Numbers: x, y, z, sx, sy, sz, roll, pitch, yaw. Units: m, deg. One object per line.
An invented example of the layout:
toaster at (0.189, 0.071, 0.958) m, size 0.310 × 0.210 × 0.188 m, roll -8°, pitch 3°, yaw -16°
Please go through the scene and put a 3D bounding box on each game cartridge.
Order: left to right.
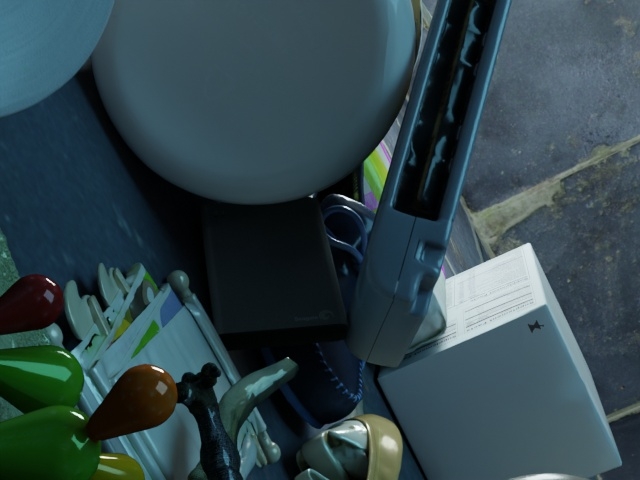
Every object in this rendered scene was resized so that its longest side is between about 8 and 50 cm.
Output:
game cartridge at (0.079, -0.065, 0.830) m, size 0.198 × 0.062 × 0.297 m, roll 112°, pitch -5°, yaw -70°

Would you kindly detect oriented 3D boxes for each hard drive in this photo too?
hard drive at (-0.037, 0.023, 0.836) m, size 0.135 × 0.094 × 0.022 m, roll -103°, pitch -167°, yaw -45°

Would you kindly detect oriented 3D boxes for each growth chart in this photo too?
growth chart at (-0.086, 0.088, 0.663) m, size 0.172 × 0.021 × 0.237 m, roll 64°, pitch 12°, yaw -2°

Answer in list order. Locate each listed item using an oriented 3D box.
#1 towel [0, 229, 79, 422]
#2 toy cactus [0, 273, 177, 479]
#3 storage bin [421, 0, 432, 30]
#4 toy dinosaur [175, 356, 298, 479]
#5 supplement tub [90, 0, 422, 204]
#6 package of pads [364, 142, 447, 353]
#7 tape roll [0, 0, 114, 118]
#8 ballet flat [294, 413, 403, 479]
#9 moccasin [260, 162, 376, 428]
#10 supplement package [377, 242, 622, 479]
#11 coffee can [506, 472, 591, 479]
towel at (-0.152, 0.033, 0.483) m, size 0.148 × 0.027 × 0.110 m, roll 65°, pitch 11°, yaw 1°
toy cactus at (-0.145, 0.041, 0.344) m, size 0.180 × 0.112 × 0.219 m, roll 51°, pitch 28°, yaw 2°
storage bin at (-0.026, -0.324, 1.293) m, size 0.262 × 0.123 × 0.260 m, roll 46°, pitch 5°, yaw 20°
toy dinosaur at (-0.059, 0.131, 0.545) m, size 0.268 × 0.064 × 0.118 m, roll -82°, pitch 153°, yaw -45°
supplement tub at (-0.034, -0.168, 0.900) m, size 0.228 × 0.228 × 0.316 m, roll 62°, pitch 13°, yaw -10°
package of pads at (0.042, -0.034, 1.251) m, size 0.297 × 0.101 × 0.229 m, roll 61°, pitch 11°, yaw -9°
tape roll at (-0.176, -0.145, 0.430) m, size 0.219 × 0.072 × 0.219 m, roll 20°, pitch 65°, yaw -52°
ballet flat at (0.015, 0.173, 0.795) m, size 0.073 × 0.080 × 0.232 m, roll 48°, pitch 16°, yaw -16°
moccasin at (0.000, 0.000, 0.967) m, size 0.138 × 0.116 × 0.342 m, roll 54°, pitch 18°, yaw -41°
supplement package at (0.201, 0.158, 1.306) m, size 0.199 × 0.198 × 0.263 m, roll 63°, pitch 12°, yaw -9°
coffee can at (0.196, 0.345, 0.906) m, size 0.202 × 0.201 × 0.275 m, roll 61°, pitch 13°, yaw -16°
